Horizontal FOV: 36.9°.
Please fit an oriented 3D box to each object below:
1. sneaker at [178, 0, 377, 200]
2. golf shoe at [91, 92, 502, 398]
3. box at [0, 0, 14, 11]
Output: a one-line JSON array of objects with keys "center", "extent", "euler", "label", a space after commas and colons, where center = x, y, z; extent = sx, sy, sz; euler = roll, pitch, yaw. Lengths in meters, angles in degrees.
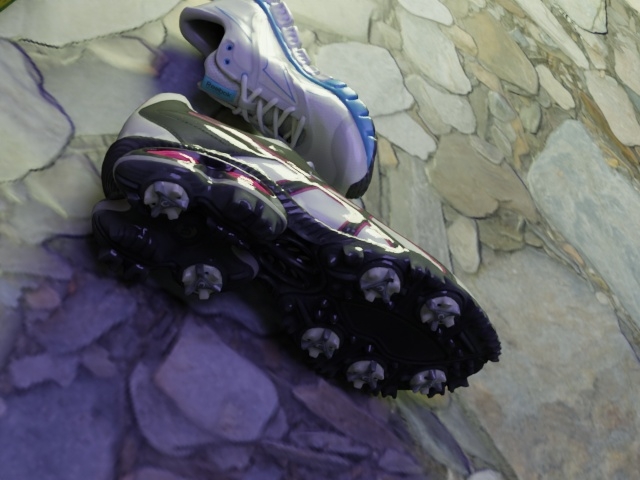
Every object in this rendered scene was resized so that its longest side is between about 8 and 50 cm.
[{"center": [-0.036, -0.095, 0.644], "extent": [0.083, 0.071, 0.191], "euler": [-14, 55, -36], "label": "sneaker"}, {"center": [0.000, 0.000, 0.578], "extent": [0.273, 0.105, 0.120], "euler": [31, 34, -23], "label": "golf shoe"}, {"center": [-0.201, -0.217, 0.604], "extent": [0.105, 0.043, 0.179], "euler": [40, 43, -11], "label": "box"}]
